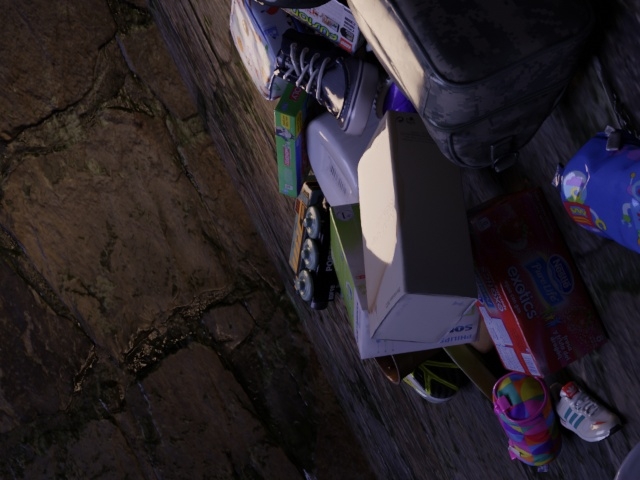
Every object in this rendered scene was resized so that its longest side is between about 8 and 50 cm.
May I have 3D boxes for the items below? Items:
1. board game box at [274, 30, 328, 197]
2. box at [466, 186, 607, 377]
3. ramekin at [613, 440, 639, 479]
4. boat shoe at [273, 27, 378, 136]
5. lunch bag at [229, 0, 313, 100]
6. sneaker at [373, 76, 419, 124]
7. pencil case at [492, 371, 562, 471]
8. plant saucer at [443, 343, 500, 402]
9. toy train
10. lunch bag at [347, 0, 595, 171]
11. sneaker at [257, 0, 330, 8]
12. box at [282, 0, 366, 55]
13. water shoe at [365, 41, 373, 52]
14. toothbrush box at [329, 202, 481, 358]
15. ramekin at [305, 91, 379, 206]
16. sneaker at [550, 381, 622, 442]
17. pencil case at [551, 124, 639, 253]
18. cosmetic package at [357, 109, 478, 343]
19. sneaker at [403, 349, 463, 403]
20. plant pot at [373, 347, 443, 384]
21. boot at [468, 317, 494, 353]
[{"bbox_3d":[-0.029,-0.253,1.893,0.046,0.213,0.317,19,156,8],"label":"board game box"},{"bbox_3d":[0.300,0.061,1.381,0.257,0.123,0.128,65,166,-4],"label":"box"},{"bbox_3d":[0.453,0.328,1.036,0.273,0.273,0.127,59,178,19],"label":"ramekin"},{"bbox_3d":[0.000,-0.275,1.578,0.340,0.158,0.127,-101,25,-68],"label":"boat shoe"},{"bbox_3d":[-0.113,-0.450,2.019,0.243,0.115,0.303,65,168,4],"label":"lunch bag"},{"bbox_3d":[0.167,-0.170,1.533,0.146,0.102,0.293,37,149,22],"label":"sneaker"},{"bbox_3d":[0.359,0.314,1.602,0.104,0.104,0.236,53,174,39],"label":"pencil case"},{"bbox_3d":[0.286,0.226,1.797,0.241,0.037,0.241,48,-174,-6],"label":"plant saucer"},{"bbox_3d":[0.000,0.000,2.252,0.190,0.142,0.334,-124,35,-53],"label":"toy train"},{"bbox_3d":[0.159,-0.256,1.113,0.305,0.213,0.256,61,170,22],"label":"lunch bag"},{"bbox_3d":[-0.032,-0.519,1.157,0.257,0.169,0.447,96,177,-59],"label":"sneaker"},{"bbox_3d":[-0.015,-0.390,1.479,0.207,0.036,0.114,35,161,8],"label":"box"},{"bbox_3d":[0.124,-0.339,1.453,0.203,0.073,0.080,-168,81,-76],"label":"water shoe"},{"bbox_3d":[0.141,0.055,1.617,0.283,0.206,0.122,-105,10,-49],"label":"toothbrush box"},{"bbox_3d":[0.082,-0.144,1.801,0.277,0.135,0.277,58,166,23],"label":"ramekin"},{"bbox_3d":[0.416,0.269,1.482,0.075,0.057,0.161,59,170,-8],"label":"sneaker"},{"bbox_3d":[0.370,-0.038,0.930,0.306,0.119,0.133,34,146,64],"label":"pencil case"},{"bbox_3d":[0.136,-0.021,1.370,0.160,0.113,0.309,117,155,-55],"label":"cosmetic package"},{"bbox_3d":[0.177,0.218,2.124,0.384,0.145,0.147,59,166,24],"label":"sneaker"},{"bbox_3d":[0.193,0.195,1.963,0.167,0.165,0.167,58,166,24],"label":"plant pot"},{"bbox_3d":[0.313,0.148,1.602,0.269,0.089,0.236,101,153,-68],"label":"boot"}]
